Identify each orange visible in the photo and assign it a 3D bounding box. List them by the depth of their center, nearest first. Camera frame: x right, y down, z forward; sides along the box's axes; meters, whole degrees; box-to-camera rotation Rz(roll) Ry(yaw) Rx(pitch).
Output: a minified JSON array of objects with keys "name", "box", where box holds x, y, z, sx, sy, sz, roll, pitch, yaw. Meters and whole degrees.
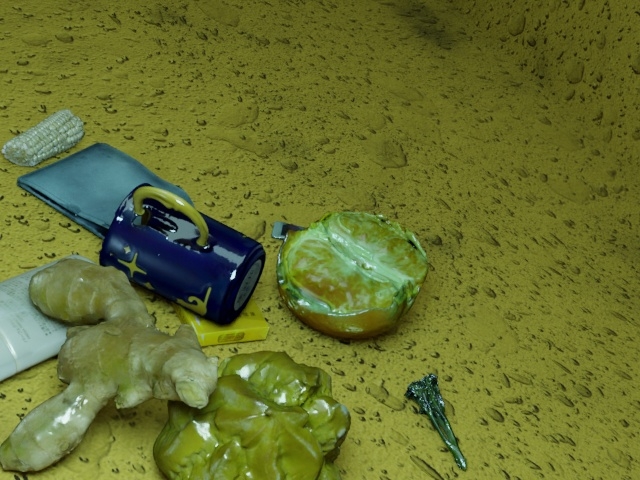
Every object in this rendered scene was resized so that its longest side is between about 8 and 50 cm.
[{"name":"orange","box":[0.061,0.080,1.960,0.262,0.196,0.334,15,25,17]}]

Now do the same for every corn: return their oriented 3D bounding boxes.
[{"name":"corn","box":[-0.581,-0.210,2.116,0.087,0.087,0.211,27,36,8]}]

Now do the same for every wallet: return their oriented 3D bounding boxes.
[{"name":"wallet","box":[-0.437,-0.098,2.057,0.290,0.054,0.251,31,32,17]}]

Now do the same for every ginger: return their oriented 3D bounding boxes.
[{"name":"ginger","box":[-0.301,0.158,1.507,0.348,0.122,0.363,-11,44,13]}]

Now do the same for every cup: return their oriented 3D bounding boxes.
[{"name":"cup","box":[-0.247,0.024,1.758,0.256,0.178,0.255,25,-2,10]}]

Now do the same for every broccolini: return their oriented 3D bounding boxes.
[{"name":"broccolini","box":[0.213,0.337,1.822,0.074,0.058,0.201,-8,56,-18]}]

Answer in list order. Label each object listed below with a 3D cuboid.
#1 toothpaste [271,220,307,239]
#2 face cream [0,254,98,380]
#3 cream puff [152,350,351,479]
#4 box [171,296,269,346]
[{"name":"toothpaste","box":[0.000,0.000,2.190,0.216,0.037,0.062,14,34,-3]},{"name":"face cream","box":[-0.489,0.131,1.655,0.173,0.081,0.348,38,35,19]},{"name":"cream puff","box":[-0.084,0.277,1.526,0.324,0.257,0.291,-17,52,-45]},{"name":"box","box":[-0.218,0.094,1.908,0.152,0.043,0.269,-2,39,-30]}]
